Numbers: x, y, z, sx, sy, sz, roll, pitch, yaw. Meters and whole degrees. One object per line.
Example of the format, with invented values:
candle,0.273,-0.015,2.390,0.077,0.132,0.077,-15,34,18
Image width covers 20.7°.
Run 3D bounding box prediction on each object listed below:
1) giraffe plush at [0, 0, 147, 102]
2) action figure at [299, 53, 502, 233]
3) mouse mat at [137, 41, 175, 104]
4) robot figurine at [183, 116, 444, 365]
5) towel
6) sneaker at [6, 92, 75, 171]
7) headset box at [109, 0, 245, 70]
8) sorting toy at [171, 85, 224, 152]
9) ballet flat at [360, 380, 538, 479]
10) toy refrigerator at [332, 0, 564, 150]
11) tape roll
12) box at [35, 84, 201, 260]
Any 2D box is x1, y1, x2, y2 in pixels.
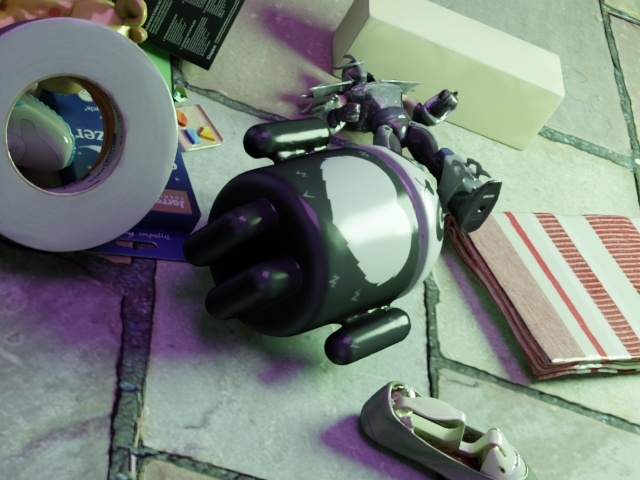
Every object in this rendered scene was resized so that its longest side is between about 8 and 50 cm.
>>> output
giraffe plush,-0.269,-0.208,1.748,0.170,0.181,0.210,35,69,7
action figure,0.092,-0.121,2.005,0.185,0.099,0.285,-14,51,-23
mouse mat,-0.251,-0.217,1.938,0.189,0.007,0.153,17,41,-22
robot figurine,0.001,-0.003,1.749,0.173,0.209,0.278,23,27,39
towel,0.317,0.058,2.028,0.329,0.037,0.237,1,46,-37
sneaker,-0.351,-0.108,1.697,0.228,0.087,0.092,20,54,-13
headset box,-0.206,-0.355,1.937,0.293,0.218,0.110,23,31,-11
sorting toy,-0.147,-0.135,1.912,0.062,0.012,0.083,-17,66,-44
ballet flat,0.141,0.203,1.717,0.213,0.068,0.072,27,38,-9
toy refrigerator,0.157,-0.218,2.154,0.269,0.102,0.094,19,40,-17
tape roll,-0.249,-0.101,1.650,0.219,0.219,0.072,14,0,-24
box,-0.205,-0.077,1.798,0.136,0.036,0.225,6,47,-31
